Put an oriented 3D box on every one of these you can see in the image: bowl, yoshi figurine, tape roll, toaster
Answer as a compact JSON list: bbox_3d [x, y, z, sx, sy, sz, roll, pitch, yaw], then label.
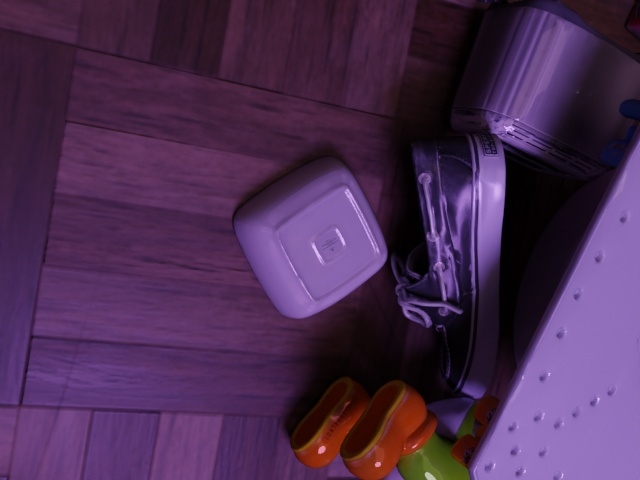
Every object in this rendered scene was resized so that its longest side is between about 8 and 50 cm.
[{"bbox_3d":[0.000,0.000,0.839,0.142,0.053,0.142,-34,112,-18],"label":"bowl"},{"bbox_3d":[0.127,0.315,0.872,0.203,0.203,0.362,-38,111,22],"label":"yoshi figurine"},{"bbox_3d":[0.416,0.094,1.038,0.392,0.072,0.392,-4,100,-24],"label":"tape roll"},{"bbox_3d":[0.237,-0.158,0.882,0.227,0.129,0.146,21,91,-26],"label":"toaster"}]

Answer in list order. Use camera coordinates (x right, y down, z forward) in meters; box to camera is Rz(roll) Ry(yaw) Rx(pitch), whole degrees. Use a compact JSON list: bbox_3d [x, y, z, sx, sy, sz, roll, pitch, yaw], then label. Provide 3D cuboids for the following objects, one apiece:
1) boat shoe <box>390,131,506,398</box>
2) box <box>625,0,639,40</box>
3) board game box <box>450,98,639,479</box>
[{"bbox_3d":[0.129,0.037,0.865,0.105,0.113,0.306,-4,123,-1],"label":"boat shoe"},{"bbox_3d":[0.540,-0.239,0.997,0.300,0.154,0.142,30,85,-25],"label":"box"},{"bbox_3d":[0.351,0.101,0.852,0.390,0.050,0.390,24,93,-34],"label":"board game box"}]
